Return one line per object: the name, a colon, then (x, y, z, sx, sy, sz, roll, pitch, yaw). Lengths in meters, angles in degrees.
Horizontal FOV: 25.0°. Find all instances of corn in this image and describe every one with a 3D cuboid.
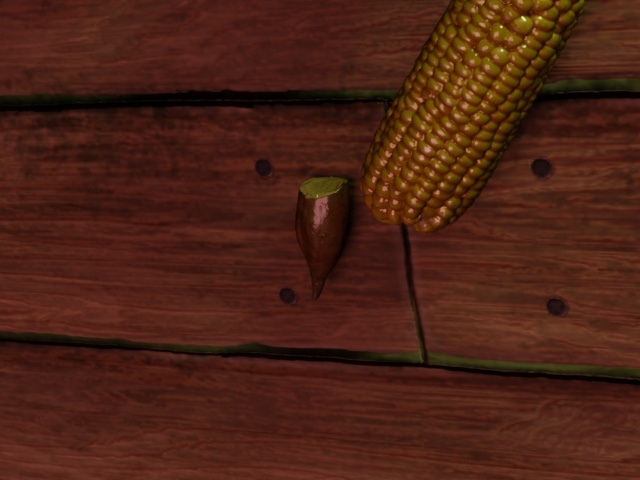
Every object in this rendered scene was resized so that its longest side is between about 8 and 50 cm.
corn: (0.117, -0.118, 1.093, 0.101, 0.101, 0.310, 34, 125, 6)

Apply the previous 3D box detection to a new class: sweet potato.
sweet potato: (0.000, 0.000, 1.239, 0.049, 0.049, 0.117, 15, 117, 19)
